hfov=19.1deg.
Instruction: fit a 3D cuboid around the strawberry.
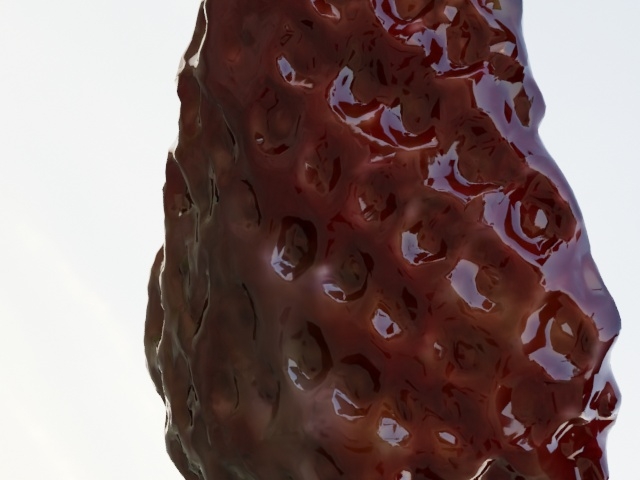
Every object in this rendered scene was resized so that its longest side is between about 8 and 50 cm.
[{"bbox_3d":[0.000,0.000,0.816,0.265,0.149,0.336,-143,-138,-62],"label":"strawberry"}]
